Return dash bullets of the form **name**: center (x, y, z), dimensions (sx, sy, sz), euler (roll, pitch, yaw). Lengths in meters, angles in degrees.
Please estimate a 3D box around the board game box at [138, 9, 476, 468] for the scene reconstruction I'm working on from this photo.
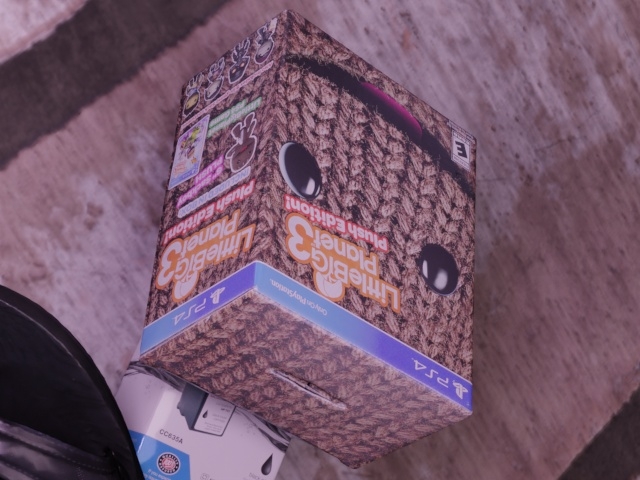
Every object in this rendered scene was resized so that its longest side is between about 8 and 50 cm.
- **board game box**: center (0.000, 0.000, 1.320), dimensions (0.232, 0.141, 0.291), euler (31, 46, -31)

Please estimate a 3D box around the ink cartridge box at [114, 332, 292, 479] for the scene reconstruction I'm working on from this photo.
- **ink cartridge box**: center (-0.095, 0.139, 1.367), dimensions (0.139, 0.082, 0.190), euler (30, 76, -31)

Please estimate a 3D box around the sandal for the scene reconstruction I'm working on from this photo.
- **sandal**: center (-0.209, 0.214, 1.233), dimensions (0.167, 0.107, 0.446), euler (-24, 110, 13)
